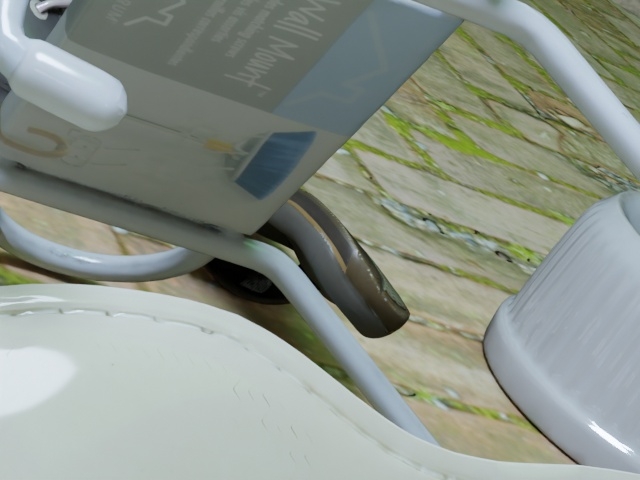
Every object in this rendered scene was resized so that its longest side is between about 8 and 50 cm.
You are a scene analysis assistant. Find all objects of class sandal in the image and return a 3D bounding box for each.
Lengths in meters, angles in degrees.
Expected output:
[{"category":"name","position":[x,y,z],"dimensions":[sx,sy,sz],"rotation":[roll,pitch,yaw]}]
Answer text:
[{"category":"sandal","position":[-0.026,0.003,0.800],"dimensions":[0.090,0.060,0.219],"rotation":[48,-3,-31]}]

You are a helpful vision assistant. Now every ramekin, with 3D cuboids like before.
[{"category":"ramekin","position":[0.204,0.061,0.911],"dimensions":[0.207,0.109,0.207],"rotation":[25,20,-10]}]

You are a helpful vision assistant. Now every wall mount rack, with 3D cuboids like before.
[{"category":"wall mount rack","position":[0.000,0.000,0.598],"dimensions":[0.304,0.350,0.130],"rotation":[18,59,-21]}]

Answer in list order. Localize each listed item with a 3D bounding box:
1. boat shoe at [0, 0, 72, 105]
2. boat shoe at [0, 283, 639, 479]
[{"category":"boat shoe","position":[-0.204,-0.130,0.835],"dimensions":[0.335,0.095,0.112],"rotation":[24,21,-15]},{"category":"boat shoe","position":[-0.003,0.103,0.548],"dimensions":[0.324,0.097,0.116],"rotation":[17,63,-22]}]
